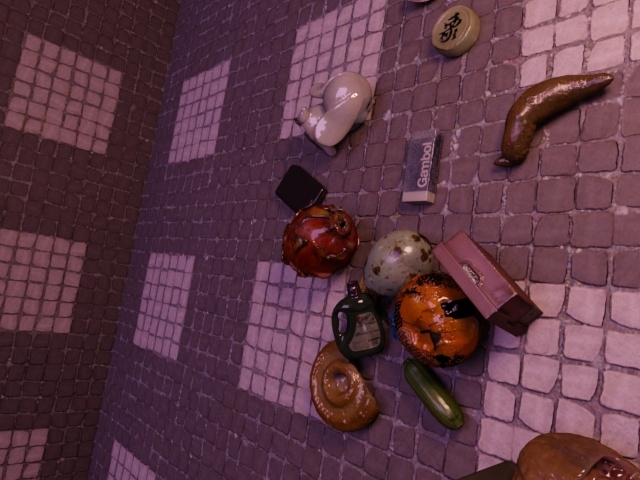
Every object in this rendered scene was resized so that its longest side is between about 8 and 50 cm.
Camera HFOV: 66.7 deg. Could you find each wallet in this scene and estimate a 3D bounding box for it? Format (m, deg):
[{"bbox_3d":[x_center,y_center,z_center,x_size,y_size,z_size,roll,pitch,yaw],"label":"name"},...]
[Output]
[{"bbox_3d":[-0.071,-0.176,1.794,0.250,0.044,0.149,43,106,45],"label":"wallet"}]

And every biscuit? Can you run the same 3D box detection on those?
[{"bbox_3d":[0.056,0.444,1.449,0.213,0.091,0.274,-54,49,19],"label":"biscuit"}]

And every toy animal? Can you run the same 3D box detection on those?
[{"bbox_3d":[0.042,-0.450,1.652,0.289,0.174,0.249,-54,47,24],"label":"toy animal"}]

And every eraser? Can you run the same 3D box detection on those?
[{"bbox_3d":[0.296,-0.212,1.410,0.092,0.046,0.212,3,82,47],"label":"eraser"}]

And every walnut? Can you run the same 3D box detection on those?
[{"bbox_3d":[0.480,0.442,0.925,0.239,0.204,0.141,-11,110,7],"label":"walnut"}]

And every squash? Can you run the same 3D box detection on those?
[{"bbox_3d":[0.281,0.385,1.238,0.068,0.078,0.219,-60,42,21],"label":"squash"}]

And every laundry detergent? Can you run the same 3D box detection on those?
[{"bbox_3d":[0.099,0.222,1.390,0.145,0.078,0.221,-15,100,4],"label":"laundry detergent"}]

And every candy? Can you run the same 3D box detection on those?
[{"bbox_3d":[0.220,0.203,1.385,0.088,0.038,0.136,-53,38,41],"label":"candy"}]

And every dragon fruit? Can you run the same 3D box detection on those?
[{"bbox_3d":[0.002,-0.002,1.539,0.315,0.251,0.250,-56,44,39],"label":"dragon fruit"}]

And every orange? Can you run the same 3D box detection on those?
[{"bbox_3d":[0.285,0.194,1.199,0.235,0.182,0.234,23,122,43],"label":"orange"}]

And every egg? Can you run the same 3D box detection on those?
[{"bbox_3d":[0.208,0.069,1.335,0.231,0.169,0.169,-48,49,33],"label":"egg"}]

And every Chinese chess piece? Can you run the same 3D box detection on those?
[{"bbox_3d":[0.391,-0.606,1.411,0.144,0.059,0.143,-15,69,44],"label":"Chinese chess piece"}]

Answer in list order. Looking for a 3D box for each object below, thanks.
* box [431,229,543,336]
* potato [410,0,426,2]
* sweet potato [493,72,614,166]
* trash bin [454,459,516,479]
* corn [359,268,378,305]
[{"bbox_3d":[0.383,0.096,1.112,0.086,0.215,0.215,-44,50,16],"label":"box"},{"bbox_3d":[0.379,-0.829,1.486,0.261,0.100,0.120,-45,10,47],"label":"potato"},{"bbox_3d":[0.521,-0.305,1.163,0.310,0.098,0.124,-45,71,27],"label":"sweet potato"},{"bbox_3d":[0.354,0.559,0.989,0.122,0.241,0.164,-59,44,17],"label":"trash bin"},{"bbox_3d":[0.148,0.132,1.455,0.068,0.068,0.206,12,88,48],"label":"corn"}]
